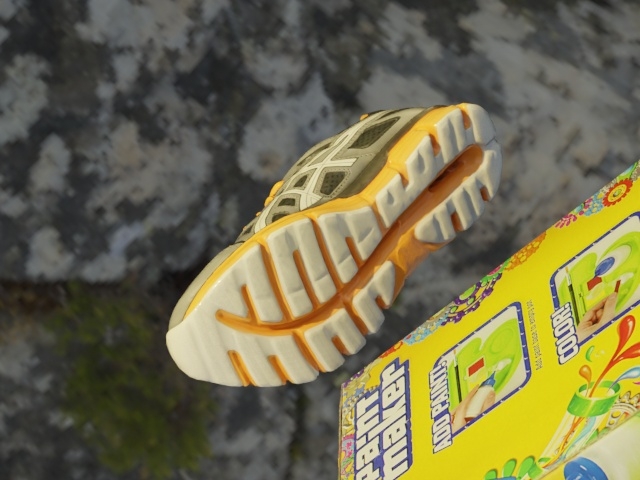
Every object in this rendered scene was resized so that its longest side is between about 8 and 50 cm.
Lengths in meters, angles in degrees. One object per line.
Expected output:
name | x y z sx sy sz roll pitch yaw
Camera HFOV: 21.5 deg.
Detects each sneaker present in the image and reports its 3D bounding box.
sneaker | 0.000 0.000 0.859 0.215 0.083 0.084 -37 123 -31

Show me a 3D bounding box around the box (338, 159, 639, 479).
box | 0.204 0.125 0.753 0.279 0.177 0.290 -38 112 20
